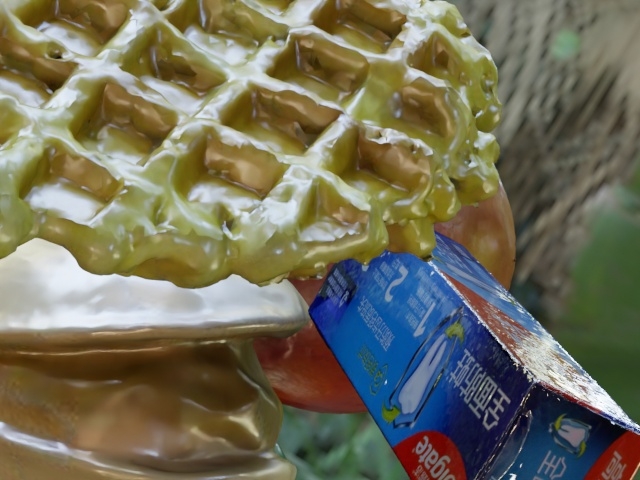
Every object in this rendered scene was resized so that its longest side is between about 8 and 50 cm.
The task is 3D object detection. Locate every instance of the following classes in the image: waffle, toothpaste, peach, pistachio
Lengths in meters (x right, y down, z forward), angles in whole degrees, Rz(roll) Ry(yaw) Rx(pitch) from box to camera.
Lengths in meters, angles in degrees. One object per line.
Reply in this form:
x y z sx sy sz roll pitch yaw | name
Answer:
-0.082 -0.092 0.795 0.307 0.060 0.312 -11 51 -38 | waffle
0.064 0.060 0.949 0.066 0.076 0.320 27 8 -17 | toothpaste
0.000 0.000 1.437 0.281 0.281 0.238 32 -44 -3 | peach
-0.133 0.076 1.166 0.238 0.229 0.321 -2 4 -36 | pistachio

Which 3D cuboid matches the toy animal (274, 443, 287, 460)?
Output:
-0.137 0.252 1.548 0.191 0.216 0.338 38 35 -9 | toy animal
